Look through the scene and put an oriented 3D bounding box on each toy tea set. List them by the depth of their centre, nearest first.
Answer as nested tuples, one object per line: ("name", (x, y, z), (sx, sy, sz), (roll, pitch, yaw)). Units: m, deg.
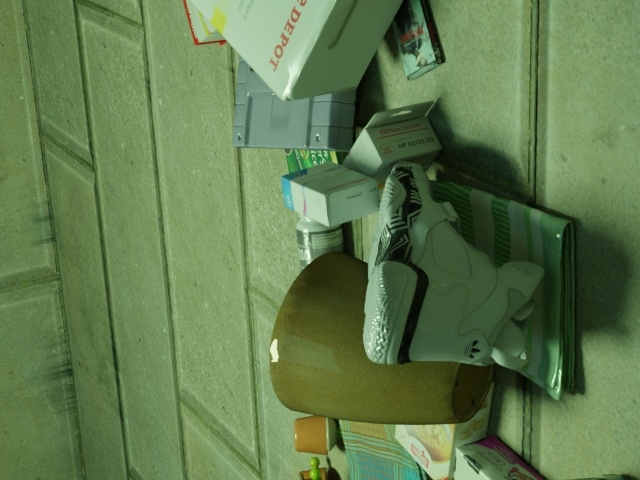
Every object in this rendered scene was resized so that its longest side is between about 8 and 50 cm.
("toy tea set", (0.021, 0.475, 2.339), (0.200, 0.124, 0.336), (-89, -3, -62))

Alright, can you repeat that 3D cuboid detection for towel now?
("towel", (0.230, 0.055, 1.760), (0.325, 0.038, 0.247), (27, 125, 57))
("towel", (0.096, 0.314, 2.149), (0.271, 0.040, 0.370), (-2, 100, 63))

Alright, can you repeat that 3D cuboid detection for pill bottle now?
("pill bottle", (0.000, 0.000, 2.143), (0.078, 0.078, 0.137), (22, 121, 59))

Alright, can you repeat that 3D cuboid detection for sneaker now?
("sneaker", (0.172, 0.038, 1.691), (0.365, 0.210, 0.137), (-82, 4, -52))

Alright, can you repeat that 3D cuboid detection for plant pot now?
("plant pot", (0.100, 0.156, 1.778), (0.254, 0.237, 0.237), (15, 118, 34))

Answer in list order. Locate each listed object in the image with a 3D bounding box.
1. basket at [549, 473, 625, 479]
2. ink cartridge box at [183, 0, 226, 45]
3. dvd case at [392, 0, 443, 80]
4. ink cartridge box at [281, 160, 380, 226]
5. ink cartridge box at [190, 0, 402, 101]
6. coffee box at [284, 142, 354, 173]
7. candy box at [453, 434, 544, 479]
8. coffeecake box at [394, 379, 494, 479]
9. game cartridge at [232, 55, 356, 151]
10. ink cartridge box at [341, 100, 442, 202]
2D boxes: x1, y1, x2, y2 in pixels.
("basket", (0.292, 0.439, 1.577), (0.201, 0.255, 0.288), (147, 119, -60))
("ink cartridge box", (-0.184, -0.431, 2.301), (0.231, 0.078, 0.134), (-20, 85, 64))
("dvd case", (0.132, -0.292, 1.813), (0.087, 0.013, 0.119), (-19, 86, 64))
("ink cartridge box", (0.014, -0.066, 1.829), (0.122, 0.089, 0.052), (25, 127, 55))
("ink cartridge box", (-0.058, -0.423, 1.833), (0.384, 0.160, 0.279), (50, 132, 24))
("coffee box", (-0.005, -0.155, 2.118), (0.184, 0.040, 0.113), (-7, 94, 63))
("candy box", (0.256, 0.419, 1.843), (0.159, 0.071, 0.233), (40, 137, 51))
("coffeecake box", (0.181, 0.253, 1.917), (0.142, 0.068, 0.185), (43, 139, 47))
("game cartridge", (-0.047, -0.260, 2.077), (0.355, 0.068, 0.230), (9, 99, 62))
("ink cartridge box", (0.101, -0.120, 1.853), (0.061, 0.104, 0.181), (65, 152, 19))
